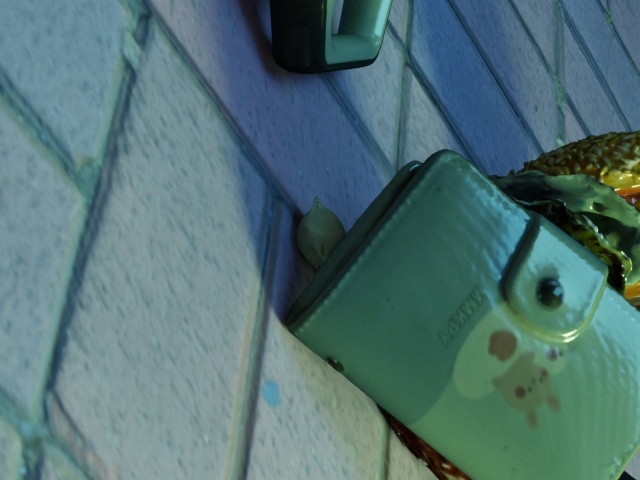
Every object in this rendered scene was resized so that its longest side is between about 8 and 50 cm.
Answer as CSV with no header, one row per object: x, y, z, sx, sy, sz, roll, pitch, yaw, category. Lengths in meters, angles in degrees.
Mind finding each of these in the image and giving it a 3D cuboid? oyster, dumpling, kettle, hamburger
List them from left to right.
-0.002,0.000,1.782,0.052,0.057,0.076,-25,67,-32,dumpling
0.031,-0.365,1.947,0.376,0.250,0.361,-45,143,-63,kettle
0.191,0.006,1.896,0.158,0.351,0.162,-20,99,-37,oyster
0.387,0.000,2.303,0.330,0.330,0.250,30,45,-58,hamburger

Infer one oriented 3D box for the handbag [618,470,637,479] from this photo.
0.387,0.355,2.236,0.254,0.088,0.211,43,17,17,handbag

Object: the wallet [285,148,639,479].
0.175,0.096,1.726,0.360,0.252,0.083,39,-13,-8,wallet

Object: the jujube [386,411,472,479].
0.172,0.166,1.855,0.243,0.183,0.183,52,29,-34,jujube
